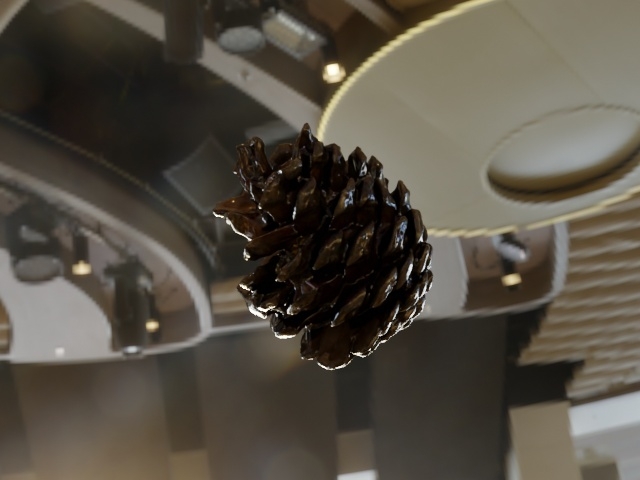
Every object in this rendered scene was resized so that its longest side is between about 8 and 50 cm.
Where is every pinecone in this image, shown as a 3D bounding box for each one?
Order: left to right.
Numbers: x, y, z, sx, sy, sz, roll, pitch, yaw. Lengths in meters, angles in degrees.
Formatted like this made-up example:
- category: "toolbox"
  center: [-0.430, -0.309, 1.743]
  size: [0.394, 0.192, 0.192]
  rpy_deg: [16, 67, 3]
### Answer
- category: "pinecone"
  center: [0.004, 0.003, 1.049]
  size: [0.179, 0.184, 0.204]
  rpy_deg: [-45, -52, -1]
